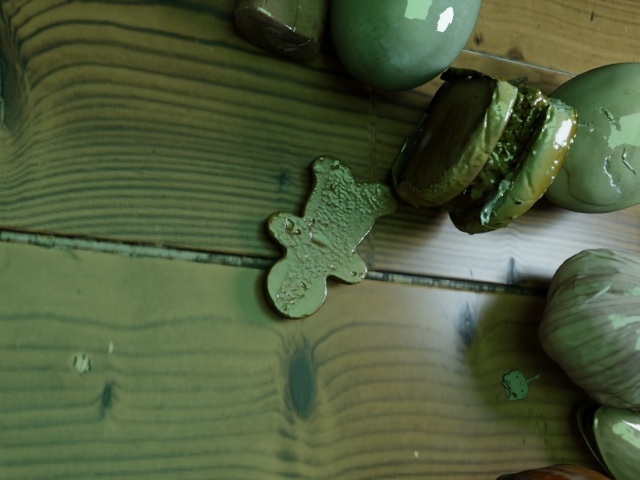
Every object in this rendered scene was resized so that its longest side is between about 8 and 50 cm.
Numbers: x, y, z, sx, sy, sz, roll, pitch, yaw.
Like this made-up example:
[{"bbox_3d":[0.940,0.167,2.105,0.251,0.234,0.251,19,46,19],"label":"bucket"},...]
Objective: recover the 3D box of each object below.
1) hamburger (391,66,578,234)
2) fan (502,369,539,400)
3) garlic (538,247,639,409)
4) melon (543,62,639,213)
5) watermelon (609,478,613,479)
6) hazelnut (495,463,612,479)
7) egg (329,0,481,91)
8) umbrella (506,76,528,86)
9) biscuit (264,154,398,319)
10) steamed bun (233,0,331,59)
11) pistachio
[{"bbox_3d":[0.266,-0.157,1.262,0.195,0.318,0.276,22,104,-17],"label":"hamburger"},{"bbox_3d":[0.377,0.265,1.364,0.083,0.004,0.055,-17,84,-23],"label":"fan"},{"bbox_3d":[0.556,0.157,1.314,0.318,0.259,0.317,10,64,-22],"label":"garlic"},{"bbox_3d":[0.536,-0.188,1.381,0.330,0.268,0.268,-34,92,-3],"label":"melon"},{"bbox_3d":[0.553,0.496,1.360,0.180,0.081,0.094,-19,111,-18],"label":"watermelon"},{"bbox_3d":[0.415,0.542,1.164,0.366,0.366,0.365,4,77,-20],"label":"hazelnut"},{"bbox_3d":[0.153,-0.423,1.288,0.259,0.258,0.352,26,61,-14],"label":"egg"},{"bbox_3d":[0.391,-0.319,1.483,0.083,0.031,0.020,-18,54,-25],"label":"umbrella"},{"bbox_3d":[0.000,0.000,1.255,0.197,0.049,0.301,31,70,-8],"label":"biscuit"},{"bbox_3d":[-0.066,-0.407,1.290,0.175,0.106,0.144,23,66,-29],"label":"steamed bun"},{"bbox_3d":[0.563,0.381,1.342,0.206,0.129,0.131,40,63,-2],"label":"pistachio"}]
